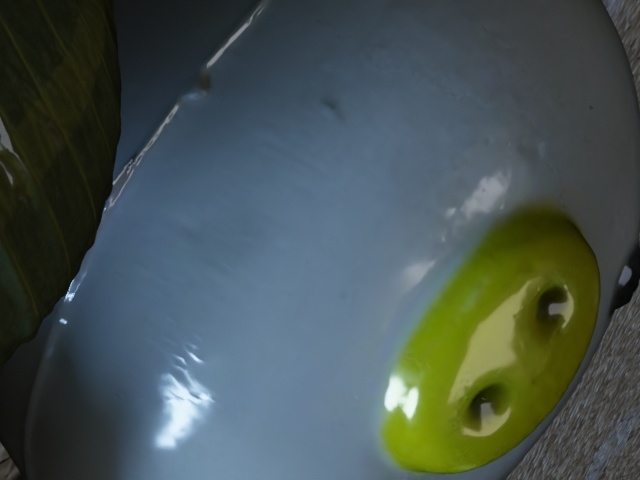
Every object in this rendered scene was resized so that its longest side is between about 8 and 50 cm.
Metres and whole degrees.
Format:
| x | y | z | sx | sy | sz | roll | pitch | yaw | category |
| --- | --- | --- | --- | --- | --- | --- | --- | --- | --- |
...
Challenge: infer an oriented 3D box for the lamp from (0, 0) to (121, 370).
| x | y | z | sx | sy | sz | roll | pitch | yaw | category |
| --- | --- | --- | --- | --- | --- | --- | --- | --- | --- |
| -0.162 | -0.061 | 0.549 | 0.284 | 0.250 | 0.250 | -32 | 147 | -14 | lamp |

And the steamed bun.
| x | y | z | sx | sy | sz | roll | pitch | yaw | category |
| --- | --- | --- | --- | --- | --- | --- | --- | --- | --- |
| -0.005 | -0.004 | 0.862 | 0.374 | 0.334 | 0.334 | -53 | 155 | -3 | steamed bun |
